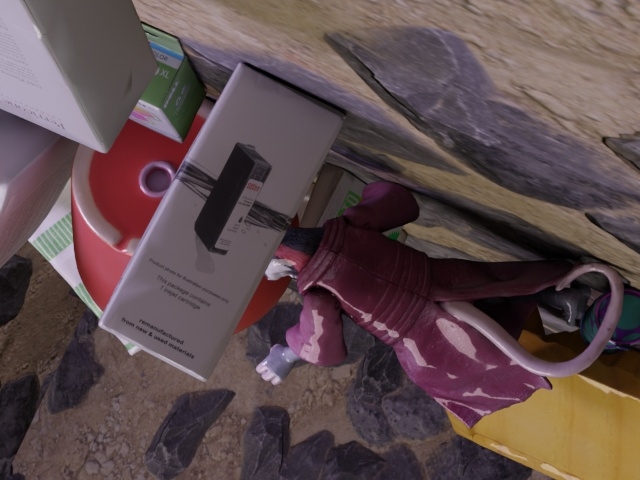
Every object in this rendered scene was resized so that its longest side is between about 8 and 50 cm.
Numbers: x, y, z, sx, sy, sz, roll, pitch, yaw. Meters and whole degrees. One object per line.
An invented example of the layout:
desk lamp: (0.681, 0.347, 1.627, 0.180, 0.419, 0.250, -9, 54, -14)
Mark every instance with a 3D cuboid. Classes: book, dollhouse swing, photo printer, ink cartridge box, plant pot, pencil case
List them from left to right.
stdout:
photo printer: (-0.375, -0.065, 1.672, 0.107, 0.256, 0.307, 33, -149, -2)
ink cartridge box: (-0.184, -0.164, 1.412, 0.109, 0.062, 0.209, 25, 174, 6)
plant pot: (-0.165, -0.036, 1.635, 0.275, 0.275, 0.243, 24, 165, 9)
ink cartridge box: (-0.098, -0.016, 1.364, 0.114, 0.273, 0.197, 29, 174, -6)
book: (0.036, -0.016, 1.663, 0.035, 0.096, 0.144, 20, 173, 41)
dollhouse swing: (0.363, 0.159, 1.801, 0.346, 0.315, 0.305, 22, 138, 25)
pencil case: (0.325, 0.091, 1.579, 0.070, 0.064, 0.152, 19, 174, 6)

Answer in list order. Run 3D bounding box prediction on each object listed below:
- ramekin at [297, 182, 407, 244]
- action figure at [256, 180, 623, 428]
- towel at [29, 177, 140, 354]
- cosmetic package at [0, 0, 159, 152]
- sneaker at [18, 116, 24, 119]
ramekin: (0.000, 0.000, 1.906, 0.207, 0.109, 0.207, 25, 175, 3)
action figure: (0.081, 0.070, 1.508, 0.370, 0.248, 0.275, 23, 174, -15)
towel: (-0.265, -0.025, 1.859, 0.325, 0.248, 0.038, 50, -154, -14)
cosmetic package: (-0.321, -0.225, 1.018, 0.377, 0.097, 0.284, 24, 160, 14)
sneaker: (-0.361, -0.203, 1.483, 0.262, 0.125, 0.104, 28, 170, -36)
